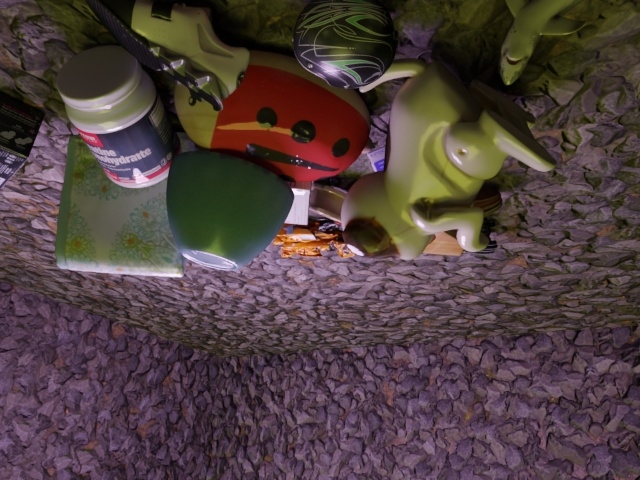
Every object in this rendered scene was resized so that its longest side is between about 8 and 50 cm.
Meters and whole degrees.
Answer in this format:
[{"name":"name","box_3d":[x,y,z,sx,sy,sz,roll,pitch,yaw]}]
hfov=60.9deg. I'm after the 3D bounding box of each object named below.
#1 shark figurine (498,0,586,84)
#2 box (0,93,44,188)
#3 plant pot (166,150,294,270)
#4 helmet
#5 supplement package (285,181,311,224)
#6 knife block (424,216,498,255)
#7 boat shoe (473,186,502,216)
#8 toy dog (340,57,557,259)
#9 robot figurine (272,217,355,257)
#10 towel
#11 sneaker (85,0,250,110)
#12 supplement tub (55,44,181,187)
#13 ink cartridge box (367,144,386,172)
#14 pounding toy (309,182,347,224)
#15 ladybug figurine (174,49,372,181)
[{"name":"shark figurine","box_3d":[0.416,-0.386,0.914,0.278,0.166,0.116,-22,172,16]},{"name":"box","box_3d":[-0.838,-0.258,1.387,0.163,0.142,0.247,25,150,-36]},{"name":"plant pot","box_3d":[-0.221,-0.045,1.224,0.290,0.195,0.290,12,162,4]},{"name":"helmet","box_3d":[0.042,-0.356,0.952,0.169,0.169,0.161,-10,166,31]},{"name":"supplement package","box_3d":[-0.124,-0.155,1.424,0.203,0.149,0.194,6,155,0]},{"name":"knife block","box_3d":[0.396,-0.005,1.686,0.242,0.088,0.276,27,147,-36]},{"name":"boat shoe","box_3d":[0.335,-0.112,1.444,0.307,0.110,0.104,-10,116,-4]},{"name":"toy dog","box_3d":[0.202,-0.122,1.112,0.395,0.284,0.408,24,123,-18]},{"name":"robot figurine","box_3d":[0.000,0.000,1.793,0.291,0.085,0.211,0,155,13]},{"name":"towel","box_3d":[-0.491,-0.102,1.382,0.320,0.374,0.090,3,174,5]},{"name":"sneaker","box_3d":[-0.281,-0.395,1.022,0.330,0.146,0.122,35,169,-5]},{"name":"supplement tub","box_3d":[-0.435,-0.265,1.200,0.191,0.191,0.272,2,147,9]},{"name":"ink cartridge box","box_3d":[0.227,-0.202,1.295,0.206,0.045,0.208,-22,148,11]},{"name":"pounding toy","box_3d":[0.101,-0.110,1.560,0.269,0.155,0.154,23,180,-12]},{"name":"ladybug figurine","box_3d":[-0.095,-0.244,1.181,0.449,0.162,0.305,10,145,-12]}]
